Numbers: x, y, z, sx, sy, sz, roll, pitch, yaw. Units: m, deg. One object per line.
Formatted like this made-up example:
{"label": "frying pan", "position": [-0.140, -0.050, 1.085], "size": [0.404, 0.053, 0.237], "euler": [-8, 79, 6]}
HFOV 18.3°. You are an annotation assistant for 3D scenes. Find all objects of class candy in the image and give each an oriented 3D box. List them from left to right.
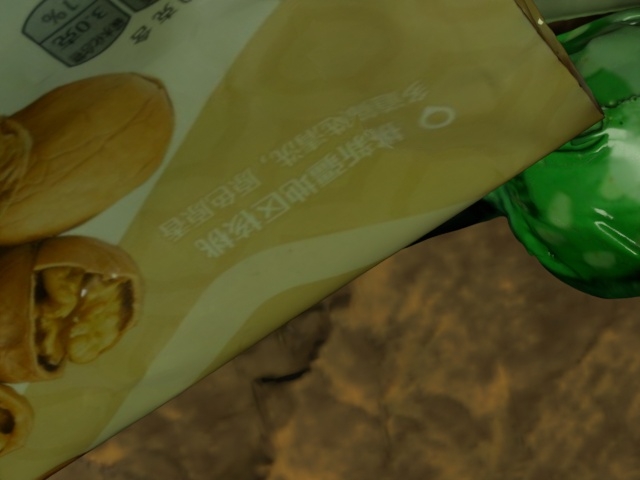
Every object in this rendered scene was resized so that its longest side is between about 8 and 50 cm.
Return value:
{"label": "candy", "position": [-0.001, -0.002, 0.673], "size": [0.323, 0.097, 0.097], "euler": [-15, 116, 7]}

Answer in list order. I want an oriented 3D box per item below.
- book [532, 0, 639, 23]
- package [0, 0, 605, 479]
{"label": "book", "position": [0.011, -0.141, 0.635], "size": [0.241, 0.018, 0.170], "euler": [-8, 114, -4]}
{"label": "package", "position": [-0.107, -0.048, 0.587], "size": [0.311, 0.165, 0.221], "euler": [-33, 145, 12]}
